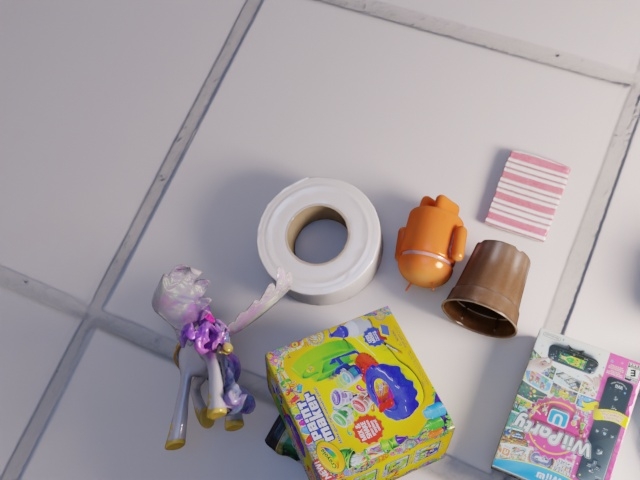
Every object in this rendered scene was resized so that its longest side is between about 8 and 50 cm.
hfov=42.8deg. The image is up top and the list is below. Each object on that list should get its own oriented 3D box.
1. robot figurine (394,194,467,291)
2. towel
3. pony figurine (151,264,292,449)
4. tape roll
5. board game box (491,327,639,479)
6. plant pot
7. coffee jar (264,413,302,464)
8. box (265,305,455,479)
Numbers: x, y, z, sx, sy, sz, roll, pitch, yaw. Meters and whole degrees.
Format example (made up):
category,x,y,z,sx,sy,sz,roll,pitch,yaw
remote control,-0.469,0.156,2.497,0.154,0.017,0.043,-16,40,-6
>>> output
category,x,y,z,sx,sy,sz,roll,pitch,yaw
robot figurine,0.243,0.010,1.811,0.158,0.128,0.219,13,72,11
towel,0.473,-0.102,1.866,0.144,0.029,0.197,20,78,15
pony figurine,-0.238,0.218,1.733,0.351,0.302,0.364,-41,49,41
tape roll,0.000,0.000,1.869,0.286,0.100,0.286,-3,71,9
board game box,0.503,0.361,1.660,0.224,0.097,0.303,19,76,16
plant pot,0.366,0.098,1.747,0.167,0.167,0.165,20,68,16
coffee jar,-0.022,0.435,1.729,0.184,0.079,0.096,26,71,16
box,0.071,0.335,1.642,0.279,0.177,0.290,-20,58,-14
